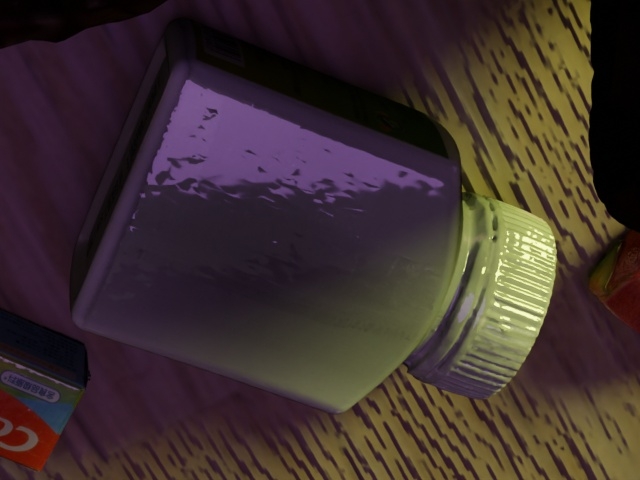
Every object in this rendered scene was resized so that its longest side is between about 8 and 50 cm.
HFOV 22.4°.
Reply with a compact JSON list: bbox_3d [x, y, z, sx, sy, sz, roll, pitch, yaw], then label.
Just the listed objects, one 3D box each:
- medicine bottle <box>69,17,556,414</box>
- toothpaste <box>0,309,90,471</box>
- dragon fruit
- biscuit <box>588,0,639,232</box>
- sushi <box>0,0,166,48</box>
[{"bbox_3d":[0.000,0.000,0.705,0.188,0.088,0.132,21,107,-15],"label":"medicine bottle"},{"bbox_3d":[-0.205,0.047,0.719,0.193,0.044,0.070,25,107,-16],"label":"toothpaste"},{"bbox_3d":[0.176,0.022,0.755,0.083,0.060,0.056,21,110,-13],"label":"dragon fruit"},{"bbox_3d":[0.143,-0.188,0.489,0.091,0.407,0.407,8,110,1],"label":"biscuit"},{"bbox_3d":[-0.076,-0.233,0.502,0.294,0.281,0.299,-17,120,5],"label":"sushi"}]
